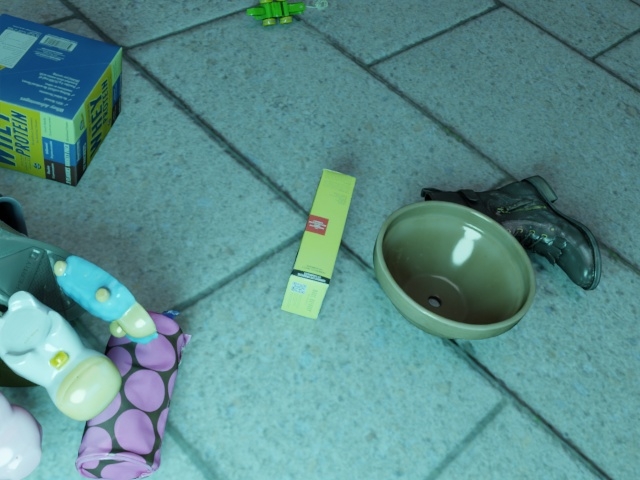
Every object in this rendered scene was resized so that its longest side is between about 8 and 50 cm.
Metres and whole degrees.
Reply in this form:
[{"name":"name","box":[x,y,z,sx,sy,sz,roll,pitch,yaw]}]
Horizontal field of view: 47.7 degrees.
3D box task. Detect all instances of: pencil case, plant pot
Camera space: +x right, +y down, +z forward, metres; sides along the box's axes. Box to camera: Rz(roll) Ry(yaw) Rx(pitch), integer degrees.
[{"name":"pencil case","box":[-0.219,0.184,0.863,0.098,0.095,0.209,26,45,-23]},{"name":"plant pot","box":[0.184,0.061,1.069,0.238,0.109,0.237,8,49,-9]}]

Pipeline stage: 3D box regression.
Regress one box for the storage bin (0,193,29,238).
[{"name":"storage bin","box":[-0.474,-0.016,0.974,0.135,0.098,0.091,-16,28,-27]}]

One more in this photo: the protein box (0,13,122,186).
[{"name":"protein box","box":[-0.439,-0.220,1.126,0.200,0.136,0.201,15,47,-3]}]

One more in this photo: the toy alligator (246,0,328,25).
[{"name":"toy alligator","box":[-0.077,-0.487,1.528,0.190,0.056,0.051,-16,15,-28]}]

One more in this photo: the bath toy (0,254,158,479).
[{"name":"bath toy","box":[-0.330,0.182,0.753,0.151,0.129,0.348,37,67,20]}]

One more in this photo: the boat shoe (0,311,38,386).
[{"name":"boat shoe","box":[-0.444,0.097,0.862,0.285,0.104,0.089,17,50,0]}]

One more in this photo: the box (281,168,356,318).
[{"name":"box","box":[0.000,0.000,1.088,0.058,0.087,0.232,17,48,0]}]

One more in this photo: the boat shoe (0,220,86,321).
[{"name":"boat shoe","box":[-0.432,0.009,0.877,0.321,0.103,0.118,26,73,-22]}]

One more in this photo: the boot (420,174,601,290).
[{"name":"boot","box":[0.304,-0.002,1.189,0.229,0.091,0.263,-11,49,-18]}]
